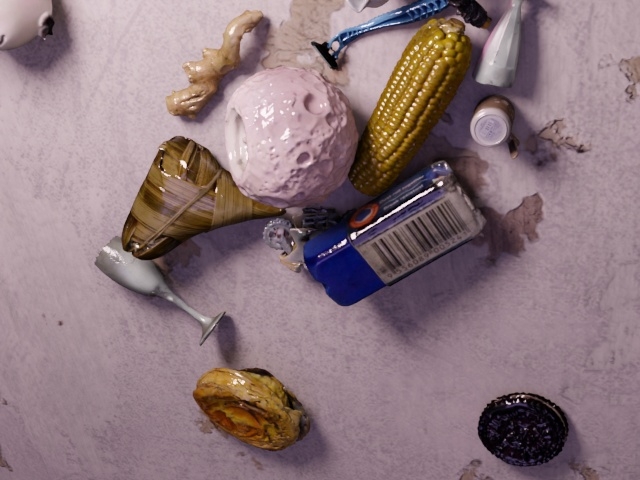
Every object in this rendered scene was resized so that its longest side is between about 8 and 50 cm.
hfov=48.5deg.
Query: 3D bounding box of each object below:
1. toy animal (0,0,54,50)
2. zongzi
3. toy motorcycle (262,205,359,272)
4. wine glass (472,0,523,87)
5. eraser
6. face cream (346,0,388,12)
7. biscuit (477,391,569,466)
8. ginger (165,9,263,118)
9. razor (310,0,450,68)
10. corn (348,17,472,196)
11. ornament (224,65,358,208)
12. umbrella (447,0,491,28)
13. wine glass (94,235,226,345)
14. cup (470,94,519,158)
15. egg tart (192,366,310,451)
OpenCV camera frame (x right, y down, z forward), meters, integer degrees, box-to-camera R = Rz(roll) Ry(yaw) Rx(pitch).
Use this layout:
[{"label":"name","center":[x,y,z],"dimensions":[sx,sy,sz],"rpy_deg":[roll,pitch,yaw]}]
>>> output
[{"label":"toy animal","center":[-0.632,-0.517,1.333],"dimensions":[0.251,0.251,0.310],"rpy_deg":[-1,128,18]},{"label":"zongzi","center":[-0.250,-0.039,1.494],"dimensions":[0.288,0.134,0.286],"rpy_deg":[29,114,-6]},{"label":"toy motorcycle","center":[0.000,0.000,1.465],"dimensions":[0.229,0.094,0.129],"rpy_deg":[-7,118,7]},{"label":"wine glass","center":[0.311,-0.343,1.200],"dimensions":[0.073,0.073,0.155],"rpy_deg":[16,116,10]},{"label":"eraser","center":[0.141,-0.006,1.360],"dimensions":[0.332,0.101,0.155],"rpy_deg":[-31,119,17]},{"label":"face cream","center":[0.190,-0.501,1.114],"dimensions":[0.370,0.145,0.145],"rpy_deg":[-34,102,29]},{"label":"biscuit","center":[0.439,0.410,1.542],"dimensions":[0.195,0.053,0.194],"rpy_deg":[8,119,15]},{"label":"ginger","center":[-0.211,-0.340,1.374],"dimensions":[0.089,0.075,0.288],"rpy_deg":[45,124,-1]},{"label":"razor","center":[0.109,-0.382,1.260],"dimensions":[0.253,0.042,0.082],"rpy_deg":[-17,151,24]},{"label":"corn","center":[0.157,-0.231,1.278],"dimensions":[0.120,0.120,0.363],"rpy_deg":[30,125,2]},{"label":"ornament","center":[-0.049,-0.185,1.293],"dimensions":[0.225,0.259,0.259],"rpy_deg":[-9,119,-21]},{"label":"umbrella","center":[0.238,-0.388,1.171],"dimensions":[0.040,0.144,0.037],"rpy_deg":[-52,48,17]},{"label":"wine glass","center":[-0.319,0.045,1.620],"dimensions":[0.309,0.096,0.264],"rpy_deg":[37,97,-1]},{"label":"cup","center":[0.306,-0.196,1.254],"dimensions":[0.074,0.099,0.102],"rpy_deg":[-8,112,22]},{"label":"egg tart","center":[-0.158,0.388,1.693],"dimensions":[0.297,0.132,0.297],"rpy_deg":[13,134,14]}]
